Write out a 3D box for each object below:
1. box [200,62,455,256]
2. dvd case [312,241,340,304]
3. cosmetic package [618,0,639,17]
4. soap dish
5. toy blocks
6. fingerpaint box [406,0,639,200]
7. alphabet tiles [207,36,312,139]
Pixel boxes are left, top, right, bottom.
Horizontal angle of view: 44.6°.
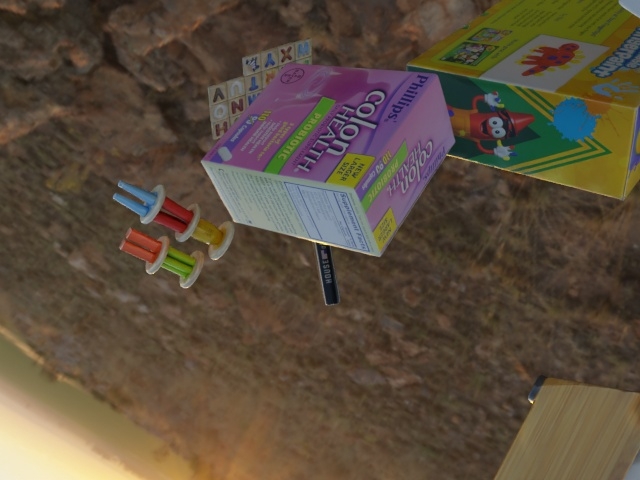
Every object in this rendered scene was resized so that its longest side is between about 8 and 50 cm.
[{"bbox_3d":[0.012,-0.115,1.013,0.243,0.213,0.117,14,145,34],"label":"box"},{"bbox_3d":[0.000,0.000,1.362,0.030,0.179,0.238,-10,-171,-2],"label":"dvd case"},{"bbox_3d":[0.555,-0.260,0.885,0.366,0.155,0.197,37,124,5],"label":"cosmetic package"},{"bbox_3d":[0.189,0.246,0.652,0.118,0.290,0.229,28,180,22],"label":"soap dish"},{"bbox_3d":[-0.200,-0.011,0.961,0.148,0.054,0.123,29,128,-28],"label":"toy blocks"},{"bbox_3d":[0.419,-0.275,1.326,0.371,0.445,0.163,19,132,32],"label":"fingerpaint box"},{"bbox_3d":[-0.117,-0.290,1.581,0.009,0.237,0.198,44,147,39],"label":"alphabet tiles"}]
